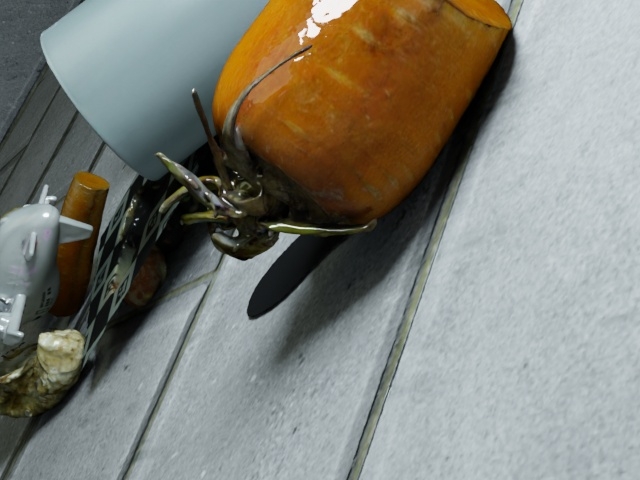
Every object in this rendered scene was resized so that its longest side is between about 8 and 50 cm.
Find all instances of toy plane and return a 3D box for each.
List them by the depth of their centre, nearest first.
[{"bbox_3d":[-0.399,0.036,1.660,0.252,0.118,0.252,-55,24,40],"label":"toy plane"}]

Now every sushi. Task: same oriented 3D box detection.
[{"bbox_3d":[-0.196,-0.030,1.571,0.320,0.068,0.339,-57,19,23],"label":"sushi"}]

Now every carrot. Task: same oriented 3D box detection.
[{"bbox_3d":[0.015,-0.118,1.026,0.331,0.193,0.214,-55,-1,2],"label":"carrot"},{"bbox_3d":[-0.356,0.014,1.764,0.067,0.067,0.225,-110,34,-65],"label":"carrot"}]

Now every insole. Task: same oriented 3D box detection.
[{"bbox_3d":[0.001,0.000,1.159,0.232,0.003,0.080,-41,26,35],"label":"insole"}]

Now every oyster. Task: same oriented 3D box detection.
[{"bbox_3d":[-0.381,0.170,1.667,0.166,0.094,0.294,-39,10,-5],"label":"oyster"}]

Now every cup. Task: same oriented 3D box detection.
[{"bbox_3d":[-0.125,-0.233,1.350,0.312,0.205,0.205,-35,25,8],"label":"cup"}]

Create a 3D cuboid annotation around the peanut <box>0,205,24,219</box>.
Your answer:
[{"bbox_3d":[-0.466,0.027,1.961,0.152,0.152,0.313,-55,15,5],"label":"peanut"}]
